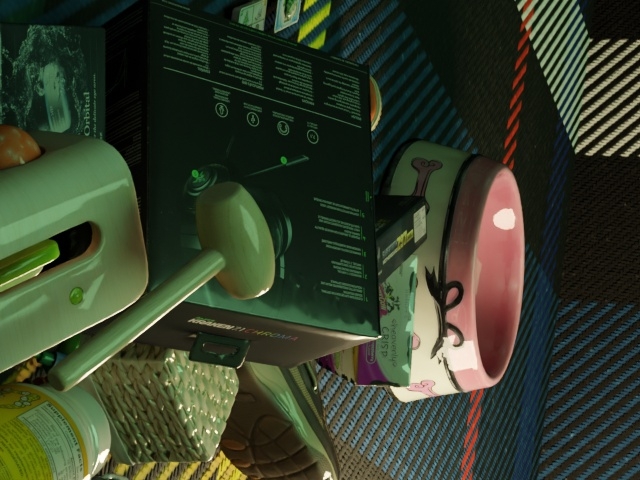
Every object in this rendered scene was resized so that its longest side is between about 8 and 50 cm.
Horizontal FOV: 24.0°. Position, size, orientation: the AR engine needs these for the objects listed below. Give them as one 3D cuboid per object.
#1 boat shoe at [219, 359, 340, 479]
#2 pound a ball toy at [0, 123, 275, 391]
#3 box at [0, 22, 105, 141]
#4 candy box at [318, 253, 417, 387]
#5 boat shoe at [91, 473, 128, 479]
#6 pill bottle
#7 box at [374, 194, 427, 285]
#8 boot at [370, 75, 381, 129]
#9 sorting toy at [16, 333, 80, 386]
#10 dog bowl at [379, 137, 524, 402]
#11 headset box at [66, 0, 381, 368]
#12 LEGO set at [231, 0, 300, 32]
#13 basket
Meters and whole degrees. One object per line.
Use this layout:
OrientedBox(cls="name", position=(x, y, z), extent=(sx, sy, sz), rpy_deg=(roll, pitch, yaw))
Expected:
OrientedBox(cls="boat shoe", position=(-0.048, 0.144, 1.585), extent=(0.130, 0.132, 0.355), rpy_deg=(-61, 143, -34))
OrientedBox(cls="pound a ball toy", position=(-0.208, 0.010, 0.930), extent=(0.319, 0.208, 0.136), rpy_deg=(-28, 117, -42))
OrientedBox(cls="box", position=(-0.239, -0.087, 1.144), extent=(0.158, 0.093, 0.156), rpy_deg=(-17, 109, -68))
OrientedBox(cls="candy box", position=(0.054, 0.089, 1.849), extent=(0.233, 0.071, 0.159), rpy_deg=(-177, -90, -78))
OrientedBox(cls="boat shoe", position=(-0.173, 0.271, 1.356), extent=(0.301, 0.102, 0.108), rpy_deg=(59, 39, -56))
OrientedBox(cls="pill bottle", position=(-0.244, 0.173, 1.129), extent=(0.208, 0.117, 0.117), rpy_deg=(-26, 118, -67))
OrientedBox(cls="box", position=(0.000, 0.000, 1.674), extent=(0.232, 0.183, 0.059), rpy_deg=(-36, 126, -64))
OrientedBox(cls="boot", position=(0.033, -0.163, 1.930), extent=(0.084, 0.059, 0.158), rpy_deg=(56, 42, -51))
OrientedBox(cls="sorting toy", position=(-0.233, 0.107, 1.261), extent=(0.042, 0.061, 0.102), rpy_deg=(26, 56, -32))
OrientedBox(cls="dog bowl", position=(0.204, 0.049, 2.291), extent=(0.408, 0.150, 0.408), rpy_deg=(2, 90, -70))
OrientedBox(cls="headset box", position=(-0.082, -0.033, 1.302), extent=(0.246, 0.131, 0.283), rpy_deg=(12, 67, -38))
OrientedBox(cls="LEGO set", position=(-0.056, -0.328, 1.710), extent=(0.244, 0.060, 0.182), rpy_deg=(-41, 143, -61))
OrientedBox(cls="basket", position=(-0.152, 0.120, 1.392), extent=(0.167, 0.103, 0.113), rpy_deg=(71, 28, -43))
